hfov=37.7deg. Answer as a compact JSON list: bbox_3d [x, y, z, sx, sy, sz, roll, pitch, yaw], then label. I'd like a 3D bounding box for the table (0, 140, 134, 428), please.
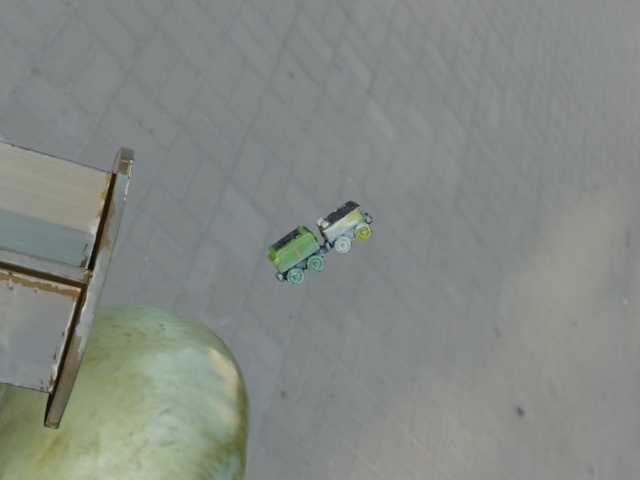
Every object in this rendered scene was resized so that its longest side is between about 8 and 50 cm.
[{"bbox_3d":[-0.235,-0.003,0.516,0.227,0.167,0.167,16,59,-15],"label":"table"}]

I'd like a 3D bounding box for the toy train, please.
[{"bbox_3d":[0.000,0.000,1.665,0.202,0.060,0.081,-34,112,-7],"label":"toy train"}]

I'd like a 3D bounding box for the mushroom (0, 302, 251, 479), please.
[{"bbox_3d":[-0.198,0.229,0.864,0.260,0.352,0.352,29,52,-20],"label":"mushroom"}]
